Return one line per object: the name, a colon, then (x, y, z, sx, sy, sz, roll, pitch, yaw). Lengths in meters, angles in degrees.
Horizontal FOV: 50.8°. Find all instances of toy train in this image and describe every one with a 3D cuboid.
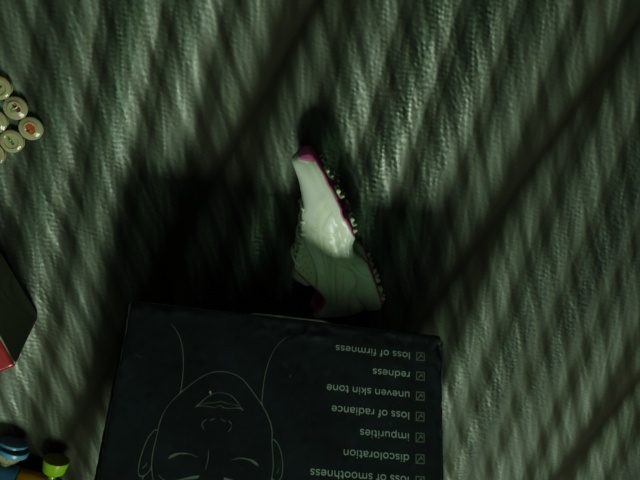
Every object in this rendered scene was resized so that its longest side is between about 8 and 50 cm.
toy train: (-0.492, 0.456, 1.228, 0.248, 0.105, 0.143, 20, 94, -12)

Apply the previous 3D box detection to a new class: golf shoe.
golf shoe: (0.000, 0.000, 1.094, 0.140, 0.115, 0.306, -20, 110, 6)

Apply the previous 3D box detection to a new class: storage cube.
storage cube: (-0.580, 0.113, 1.031, 0.193, 0.215, 0.184, -22, 110, -4)

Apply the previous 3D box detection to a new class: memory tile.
memory tile: (-0.506, -0.197, 1.024, 0.113, 0.012, 0.148, -30, 110, 6)

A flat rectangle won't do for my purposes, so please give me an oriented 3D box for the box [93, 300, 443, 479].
box: (-0.082, 0.379, 1.006, 0.479, 0.472, 0.297, 8, 153, -8)
